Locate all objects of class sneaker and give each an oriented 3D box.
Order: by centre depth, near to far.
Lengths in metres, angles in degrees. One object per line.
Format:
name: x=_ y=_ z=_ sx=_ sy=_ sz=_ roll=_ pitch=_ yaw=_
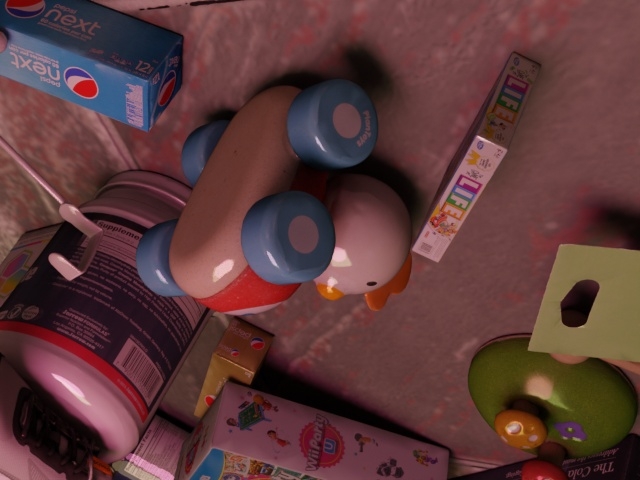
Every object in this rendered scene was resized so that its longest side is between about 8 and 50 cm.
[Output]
sneaker: x=-0.258 y=0.192 z=0.928 sx=0.108 sy=0.100 sz=0.272 roll=-8 pitch=132 yaw=6

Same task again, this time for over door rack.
over door rack: x=-0.358 y=-0.084 z=0.936 sx=0.239 sy=0.108 sz=0.324 roll=-25 pitch=105 yaw=40

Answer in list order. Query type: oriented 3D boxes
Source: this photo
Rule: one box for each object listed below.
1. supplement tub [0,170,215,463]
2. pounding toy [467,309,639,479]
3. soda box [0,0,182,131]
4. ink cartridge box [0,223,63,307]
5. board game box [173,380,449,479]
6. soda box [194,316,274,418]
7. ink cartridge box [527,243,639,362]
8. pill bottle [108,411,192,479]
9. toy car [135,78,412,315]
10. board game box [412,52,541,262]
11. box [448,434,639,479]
supplement tub: x=-0.223 y=0.078 z=1.061 sx=0.191 sy=0.272 sz=0.191 roll=17 pitch=142 yaw=14
pounding toy: x=0.243 y=0.186 z=1.039 sx=0.183 sy=0.110 sz=0.237 roll=32 pitch=143 yaw=-7
soda box: x=-0.236 y=-0.180 z=0.931 sx=0.210 sy=0.071 sz=0.067 roll=22 pitch=142 yaw=7
ink cartridge box: x=-0.359 y=0.077 z=1.196 sx=0.109 sy=0.209 sz=0.062 roll=-12 pitch=129 yaw=40
board game box: x=-0.020 y=0.305 z=1.299 sx=0.303 sy=0.098 sz=0.224 roll=19 pitch=144 yaw=-11
soda box: x=-0.113 y=0.175 z=1.284 sx=0.058 sy=0.061 sz=0.181 roll=26 pitch=144 yaw=3
ink cartridge box: x=0.312 y=0.080 z=0.870 sx=0.235 sy=0.056 sz=0.171 roll=3 pitch=141 yaw=2
pill bottle: x=-0.250 y=0.323 z=1.496 sx=0.219 sy=0.123 sz=0.123 roll=30 pitch=143 yaw=-3
toy car: x=0.000 y=0.000 z=0.912 sx=0.238 sy=0.210 sz=0.219 roll=34 pitch=155 yaw=-29
board game box: x=0.125 y=-0.065 z=0.819 sx=0.026 sy=0.103 sz=0.154 roll=26 pitch=144 yaw=2
box: x=0.254 y=0.427 z=1.151 sx=0.179 sy=0.312 sz=0.343 roll=39 pitch=141 yaw=-15
